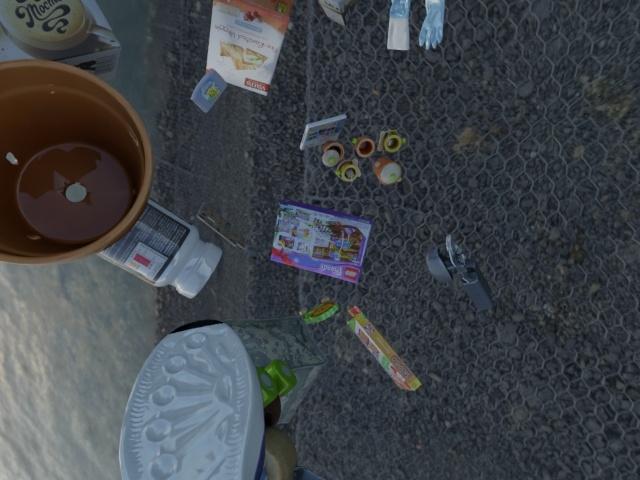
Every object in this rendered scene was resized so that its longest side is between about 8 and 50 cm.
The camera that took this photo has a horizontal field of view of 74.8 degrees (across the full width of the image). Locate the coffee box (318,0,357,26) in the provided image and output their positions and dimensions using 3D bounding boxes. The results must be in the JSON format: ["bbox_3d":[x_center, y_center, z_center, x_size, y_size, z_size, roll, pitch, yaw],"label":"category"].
[{"bbox_3d":[0.065,-0.857,1.437,0.098,0.246,0.141,29,103,2],"label":"coffee box"}]

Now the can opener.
[{"bbox_3d":[0.338,0.088,1.018,0.095,0.076,0.283,-17,139,27],"label":"can opener"}]

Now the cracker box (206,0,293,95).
[{"bbox_3d":[-0.167,-0.451,0.945,0.156,0.067,0.232,14,153,-13],"label":"cracker box"}]

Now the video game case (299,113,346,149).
[{"bbox_3d":[0.008,-0.396,1.533,0.019,0.157,0.143,64,159,14],"label":"video game case"}]

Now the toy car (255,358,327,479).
[{"bbox_3d":[-0.075,0.293,0.583,0.155,0.149,0.188,-43,73,7],"label":"toy car"}]

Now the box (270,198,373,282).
[{"bbox_3d":[0.000,0.000,1.316,0.293,0.057,0.200,15,111,8],"label":"box"}]

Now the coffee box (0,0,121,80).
[{"bbox_3d":[-0.504,-0.319,0.658,0.119,0.297,0.168,-16,103,58],"label":"coffee box"}]

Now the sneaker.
[{"bbox_3d":[-0.106,0.273,0.427,0.322,0.130,0.236,-111,15,-45],"label":"sneaker"}]

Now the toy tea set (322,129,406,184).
[{"bbox_3d":[0.170,-0.296,1.573,0.336,0.124,0.200,-9,124,-12],"label":"toy tea set"}]

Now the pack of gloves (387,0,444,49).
[{"bbox_3d":[0.303,-0.716,1.295,0.195,0.046,0.232,23,132,36],"label":"pack of gloves"}]

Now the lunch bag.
[{"bbox_3d":[-0.167,0.295,0.896,0.169,0.287,0.235,54,127,41],"label":"lunch bag"}]

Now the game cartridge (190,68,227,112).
[{"bbox_3d":[-0.247,-0.331,0.924,0.017,0.056,0.083,32,85,33],"label":"game cartridge"}]

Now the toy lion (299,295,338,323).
[{"bbox_3d":[-0.004,0.174,1.005,0.100,0.096,0.034,-29,98,6],"label":"toy lion"}]

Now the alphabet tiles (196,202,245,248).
[{"bbox_3d":[-0.411,-0.057,1.761,0.237,0.198,0.009,41,100,-19],"label":"alphabet tiles"}]

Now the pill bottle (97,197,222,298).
[{"bbox_3d":[-0.366,0.002,0.903,0.278,0.162,0.162,35,122,-19],"label":"pill bottle"}]

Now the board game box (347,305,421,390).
[{"bbox_3d":[0.159,0.292,1.136,0.259,0.039,0.124,52,165,10],"label":"board game box"}]

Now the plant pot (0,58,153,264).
[{"bbox_3d":[-0.412,-0.099,0.663,0.290,0.291,0.203,64,162,-1],"label":"plant pot"}]
